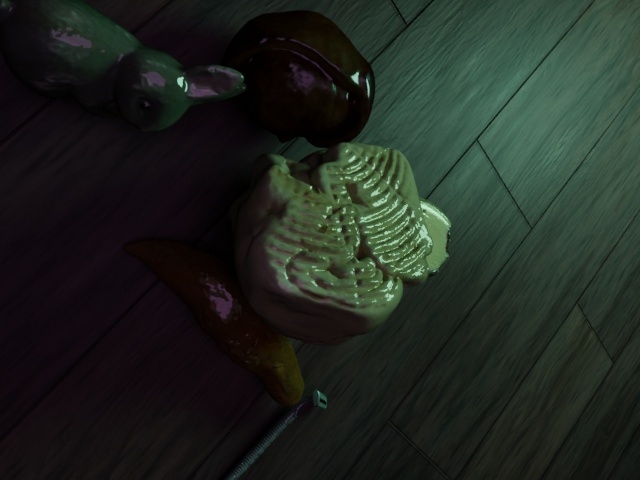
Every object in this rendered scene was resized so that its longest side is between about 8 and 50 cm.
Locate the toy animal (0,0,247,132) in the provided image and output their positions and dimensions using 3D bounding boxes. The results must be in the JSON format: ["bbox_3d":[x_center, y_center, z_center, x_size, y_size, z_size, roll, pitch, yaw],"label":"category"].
[{"bbox_3d":[-0.216,-0.188,0.531,0.251,0.127,0.125,17,119,-6],"label":"toy animal"}]

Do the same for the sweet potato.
[{"bbox_3d":[-0.118,0.113,0.666,0.106,0.095,0.355,-29,113,26],"label":"sweet potato"}]

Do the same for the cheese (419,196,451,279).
[{"bbox_3d":[0.137,-0.048,0.804,0.127,0.050,0.255,-50,115,-13],"label":"cheese"}]

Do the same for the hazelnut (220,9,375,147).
[{"bbox_3d":[-0.023,-0.211,0.628,0.201,0.170,0.161,37,80,-2],"label":"hazelnut"}]

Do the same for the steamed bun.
[{"bbox_3d":[0.003,0.001,0.650,0.275,0.203,0.289,22,53,-23],"label":"steamed bun"}]

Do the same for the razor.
[{"bbox_3d":[-0.078,0.315,0.749,0.211,0.036,0.084,-39,155,-9],"label":"razor"}]
